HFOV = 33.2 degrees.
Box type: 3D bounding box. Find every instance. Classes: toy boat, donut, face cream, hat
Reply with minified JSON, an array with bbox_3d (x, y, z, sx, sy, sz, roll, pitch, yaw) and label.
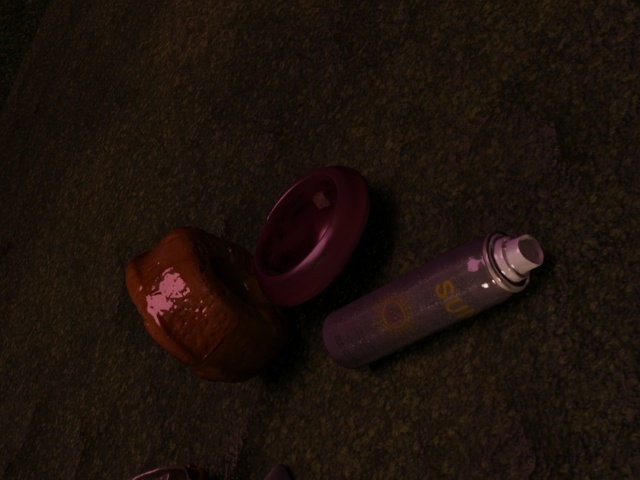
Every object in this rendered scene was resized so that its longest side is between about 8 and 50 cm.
[{"bbox_3d":[-0.187,0.331,1.402,0.185,0.071,0.089,-15,56,49],"label":"toy boat"},{"bbox_3d":[-0.140,0.083,1.385,0.114,0.226,0.226,-44,36,17],"label":"donut"},{"bbox_3d":[0.119,0.063,1.164,0.283,0.073,0.073,-31,43,40],"label":"face cream"},{"bbox_3d":[0.000,0.000,1.369,0.205,0.089,0.205,-35,36,30],"label":"hat"}]

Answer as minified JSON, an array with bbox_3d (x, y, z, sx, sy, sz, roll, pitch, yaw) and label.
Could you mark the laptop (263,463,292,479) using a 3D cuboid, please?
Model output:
[{"bbox_3d":[-0.058,0.401,1.216,0.187,0.015,0.269,-54,33,13],"label":"laptop"}]
